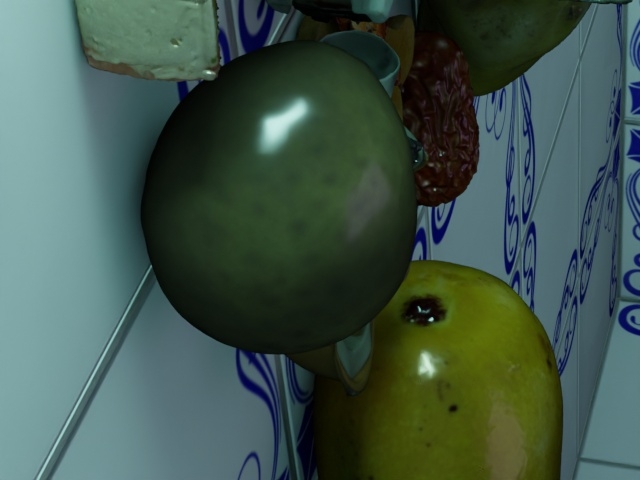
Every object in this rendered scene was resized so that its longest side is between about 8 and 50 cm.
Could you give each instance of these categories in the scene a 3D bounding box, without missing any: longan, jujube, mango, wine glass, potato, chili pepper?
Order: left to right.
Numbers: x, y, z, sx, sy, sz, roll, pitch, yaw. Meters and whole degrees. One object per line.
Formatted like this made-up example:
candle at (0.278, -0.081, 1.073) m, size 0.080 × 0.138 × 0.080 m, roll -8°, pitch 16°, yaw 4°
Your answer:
longan at (-0.027, -0.026, 1.251) m, size 0.196 × 0.196 × 0.220 m, roll -59°, pitch 160°, yaw -56°
wine glass at (0.018, -0.094, 1.551) m, size 0.073 × 0.073 × 0.155 m, roll -63°, pitch 170°, yaw -50°
chili pepper at (0.044, -0.174, 1.608) m, size 0.178 × 0.027 × 0.045 m, roll 45°, pitch 60°, yaw -62°
jujube at (0.103, -0.123, 1.842) m, size 0.112 × 0.109 × 0.176 m, roll -133°, pitch -149°, yaw -62°
mango at (0.117, 0.240, 1.748) m, size 0.300 × 0.232 × 0.446 m, roll -46°, pitch 133°, yaw -73°
potato at (0.187, -0.291, 1.904) m, size 0.351 × 0.202 × 0.218 m, roll 99°, pitch -3°, yaw -50°

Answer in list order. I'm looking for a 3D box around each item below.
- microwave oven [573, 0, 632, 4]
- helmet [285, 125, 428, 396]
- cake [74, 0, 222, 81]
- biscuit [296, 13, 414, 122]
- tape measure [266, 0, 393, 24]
microwave oven at (0.168, -0.408, 1.593) m, size 0.218 × 0.286 × 0.355 m, roll -52°, pitch 144°, yaw -63°
helmet at (0.000, 0.000, 1.466) m, size 0.198 × 0.130 × 0.224 m, roll -22°, pitch 126°, yaw -72°
cake at (-0.105, -0.188, 1.174) m, size 0.225 × 0.090 × 0.109 m, roll -93°, pitch 179°, yaw -61°
biscuit at (0.027, -0.155, 1.652) m, size 0.240 × 0.035 × 0.158 m, roll 22°, pitch 76°, yaw -66°
tape measure at (0.011, -0.306, 1.376) m, size 0.246 × 0.125 × 0.243 m, roll 32°, pitch 66°, yaw -74°
